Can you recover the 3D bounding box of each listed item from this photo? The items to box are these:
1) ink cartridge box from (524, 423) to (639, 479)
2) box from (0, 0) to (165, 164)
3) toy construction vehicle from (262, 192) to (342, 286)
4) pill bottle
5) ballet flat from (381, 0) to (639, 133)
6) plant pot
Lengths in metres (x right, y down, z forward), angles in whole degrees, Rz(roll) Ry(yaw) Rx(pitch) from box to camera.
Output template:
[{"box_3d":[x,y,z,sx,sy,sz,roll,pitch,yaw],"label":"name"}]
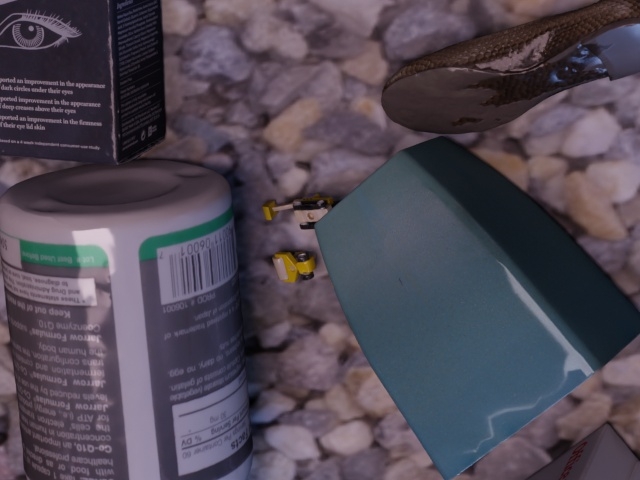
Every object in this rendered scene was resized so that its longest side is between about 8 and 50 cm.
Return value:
[{"box_3d":[0.189,0.331,1.492,0.270,0.198,0.197,-40,90,25],"label":"ink cartridge box"},{"box_3d":[-0.224,-0.179,1.521,0.153,0.108,0.207,6,108,17],"label":"box"},{"box_3d":[0.000,0.000,1.541,0.098,0.035,0.086,-4,115,36],"label":"toy construction vehicle"},{"box_3d":[-0.165,0.125,1.544,0.204,0.204,0.361,2,107,18],"label":"pill bottle"},{"box_3d":[0.165,-0.148,1.433,0.250,0.058,0.084,-17,136,28],"label":"ballet flat"},{"box_3d":[0.119,0.039,1.452,0.165,0.166,0.234,-40,82,25],"label":"plant pot"}]
